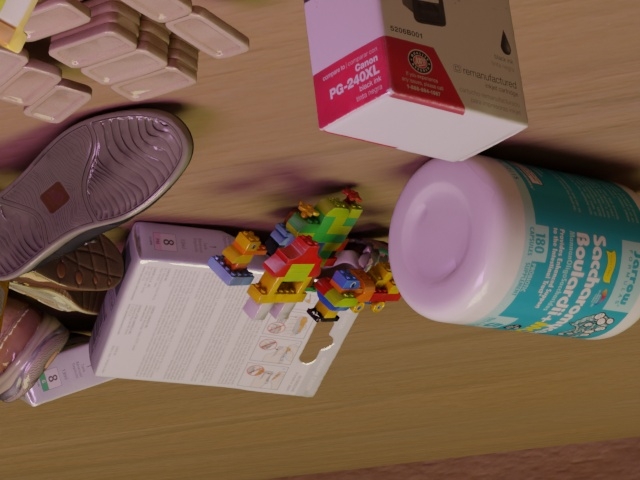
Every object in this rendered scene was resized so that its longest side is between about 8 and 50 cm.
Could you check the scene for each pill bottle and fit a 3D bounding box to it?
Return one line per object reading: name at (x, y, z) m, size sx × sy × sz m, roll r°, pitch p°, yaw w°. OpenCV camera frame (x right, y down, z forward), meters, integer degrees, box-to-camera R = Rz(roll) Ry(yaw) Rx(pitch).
pill bottle at (0.200, 0.010, 1.511) m, size 0.264 × 0.146 × 0.146 m, roll 8°, pitch 161°, yaw -37°

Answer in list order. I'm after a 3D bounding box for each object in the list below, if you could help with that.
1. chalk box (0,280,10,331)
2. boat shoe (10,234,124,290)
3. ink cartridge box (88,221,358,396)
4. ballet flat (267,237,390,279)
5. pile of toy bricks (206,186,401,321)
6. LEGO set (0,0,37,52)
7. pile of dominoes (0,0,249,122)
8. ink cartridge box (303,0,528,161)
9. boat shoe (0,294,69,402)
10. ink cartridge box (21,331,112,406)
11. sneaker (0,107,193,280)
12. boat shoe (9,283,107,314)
chalk box at (-0.381, 0.034, 1.422) m, size 0.213 × 0.132 × 0.132 m, roll -6°, pitch 142°, yaw 12°
boat shoe at (-0.267, 0.010, 1.561) m, size 0.178 × 0.064 × 0.060 m, roll 13°, pitch 164°, yaw -28°
ink cartridge box at (-0.092, 0.071, 1.675) m, size 0.232 × 0.066 × 0.189 m, roll 4°, pitch 139°, yaw -22°
ballet flat at (-0.030, 0.035, 1.692) m, size 0.221 × 0.077 × 0.079 m, roll -14°, pitch 148°, yaw 23°
pile of toy bricks at (0.000, 0.000, 1.530) m, size 0.212 × 0.118 × 0.105 m, roll 1°, pitch 127°, yaw -53°
LEGO set at (-0.136, -0.171, 0.819) m, size 0.287 × 0.132 × 0.107 m, roll -35°, pitch 147°, yaw 20°
pile of dominoes at (-0.183, -0.154, 1.081) m, size 0.196 × 0.040 × 0.251 m, roll -13°, pitch 154°, yaw 33°
ink cartridge box at (0.050, -0.131, 0.971) m, size 0.109 × 0.151 × 0.063 m, roll 9°, pitch 156°, yaw -39°
boat shoe at (-0.371, 0.102, 1.802) m, size 0.116 × 0.123 × 0.324 m, roll 40°, pitch 152°, yaw -18°
ink cartridge box at (-0.240, 0.121, 1.924) m, size 0.224 × 0.056 × 0.181 m, roll -20°, pitch -173°, yaw -18°
sneaker at (-0.174, -0.050, 1.375) m, size 0.222 × 0.083 × 0.118 m, roll -27°, pitch -179°, yaw 28°
boat shoe at (-0.262, 0.038, 1.675) m, size 0.048 × 0.056 × 0.153 m, roll -4°, pitch 166°, yaw 38°
